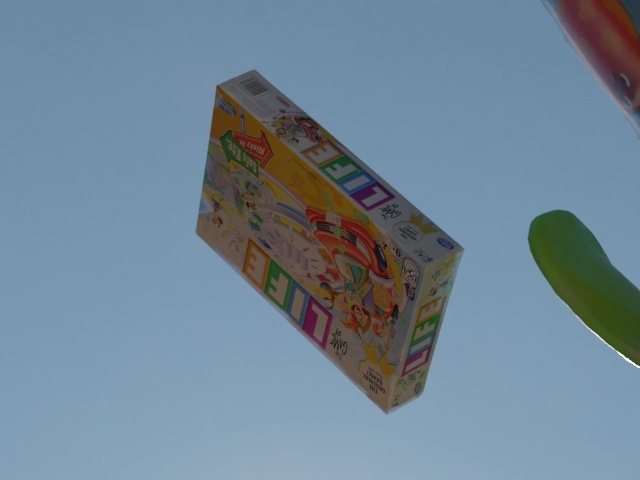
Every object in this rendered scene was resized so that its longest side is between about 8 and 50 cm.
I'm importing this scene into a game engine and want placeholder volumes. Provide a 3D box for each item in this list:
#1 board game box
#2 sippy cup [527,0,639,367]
[{"bbox_3d":[0.000,0.000,0.909,0.154,0.026,0.103,42,-39,29],"label":"board game box"},{"bbox_3d":[0.213,-0.093,0.748,0.305,0.240,0.224,-39,-107,-5],"label":"sippy cup"}]
